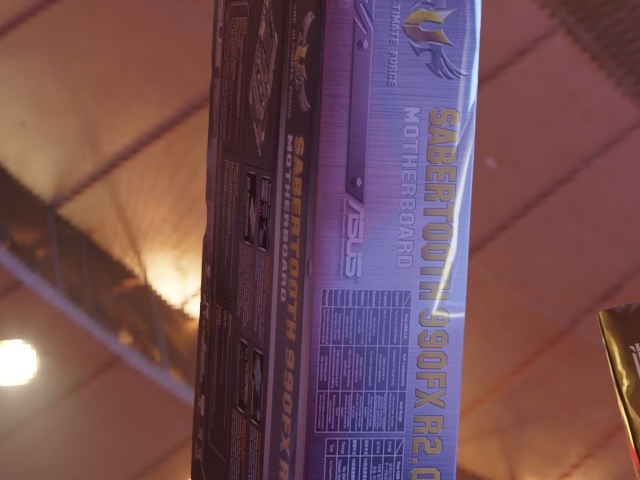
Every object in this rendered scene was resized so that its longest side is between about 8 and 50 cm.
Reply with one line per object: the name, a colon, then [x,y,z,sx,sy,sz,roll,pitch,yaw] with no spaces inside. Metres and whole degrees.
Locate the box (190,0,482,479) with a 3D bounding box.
box: [0.000,0.000,0.672,0.056,0.183,0.231,1,-85,-16]

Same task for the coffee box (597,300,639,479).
coffee box: [0.316,0.198,1.452,0.119,0.168,0.297,-14,-49,8]
